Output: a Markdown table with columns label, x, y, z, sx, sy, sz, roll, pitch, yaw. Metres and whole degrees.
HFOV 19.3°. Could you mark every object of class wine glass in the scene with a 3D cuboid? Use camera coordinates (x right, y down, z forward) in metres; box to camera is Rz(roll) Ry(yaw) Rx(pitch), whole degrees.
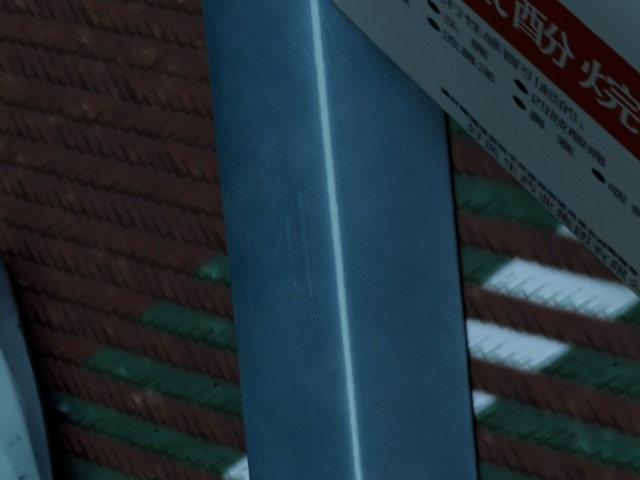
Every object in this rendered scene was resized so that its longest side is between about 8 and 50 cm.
| label | x | y | z | sx | sy | sz | roll | pitch | yaw |
| --- | --- | --- | --- | --- | --- | --- | --- | --- | --- |
| wine glass | -0.155 | 0.088 | 0.895 | 0.073 | 0.073 | 0.155 | -28 | 84 | 33 |

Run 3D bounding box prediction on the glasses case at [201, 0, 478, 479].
| label | x | y | z | sx | sy | sz | roll | pitch | yaw |
| --- | --- | --- | --- | --- | --- | --- | --- | --- | --- |
| glasses case | 0.000 | 0.000 | 0.789 | 0.105 | 0.056 | 0.266 | -3 | 95 | 32 |

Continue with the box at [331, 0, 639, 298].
| label | x | y | z | sx | sy | sz | roll | pitch | yaw |
| --- | --- | --- | --- | --- | --- | --- | --- | --- | --- |
| box | 0.133 | -0.032 | 0.602 | 0.069 | 0.214 | 0.353 | -43 | 75 | -11 |
